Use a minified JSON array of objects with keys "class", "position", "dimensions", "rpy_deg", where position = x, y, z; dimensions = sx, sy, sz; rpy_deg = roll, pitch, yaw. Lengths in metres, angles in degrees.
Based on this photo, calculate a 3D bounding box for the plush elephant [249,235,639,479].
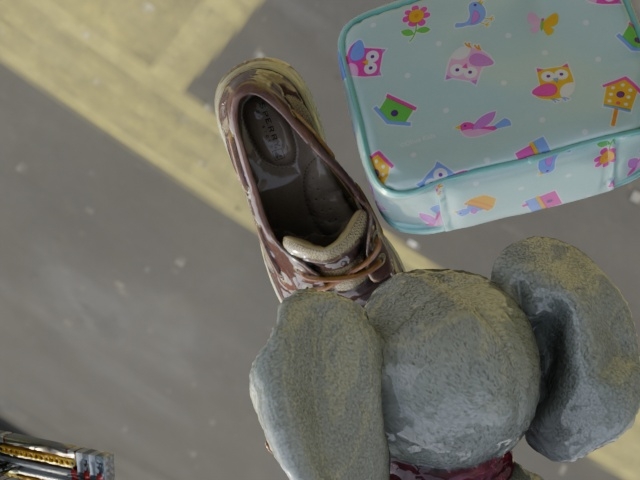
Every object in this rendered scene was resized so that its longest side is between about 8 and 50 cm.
[{"class":"plush elephant","position":[0.042,0.126,0.840],"dimensions":[0.271,0.256,0.330],"rpy_deg":[-1,179,-38]}]

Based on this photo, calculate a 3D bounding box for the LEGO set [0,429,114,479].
[{"class":"LEGO set","position":[-0.285,0.284,1.160],"dimensions":[0.192,0.255,0.331],"rpy_deg":[5,-176,34]}]

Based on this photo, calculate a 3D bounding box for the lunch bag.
[{"class":"lunch bag","position":[0.163,-0.138,1.330],"dimensions":[0.279,0.224,0.108],"rpy_deg":[-15,151,1]}]

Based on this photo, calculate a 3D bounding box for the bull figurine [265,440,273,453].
[{"class":"bull figurine","position":[0.060,0.245,1.247],"dimensions":[0.101,0.189,0.310],"rpy_deg":[-1,177,-35]}]

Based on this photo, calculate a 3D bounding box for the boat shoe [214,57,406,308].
[{"class":"boat shoe","position":[0.000,0.000,1.346],"dimensions":[0.123,0.123,0.342],"rpy_deg":[-101,-11,-74]}]
